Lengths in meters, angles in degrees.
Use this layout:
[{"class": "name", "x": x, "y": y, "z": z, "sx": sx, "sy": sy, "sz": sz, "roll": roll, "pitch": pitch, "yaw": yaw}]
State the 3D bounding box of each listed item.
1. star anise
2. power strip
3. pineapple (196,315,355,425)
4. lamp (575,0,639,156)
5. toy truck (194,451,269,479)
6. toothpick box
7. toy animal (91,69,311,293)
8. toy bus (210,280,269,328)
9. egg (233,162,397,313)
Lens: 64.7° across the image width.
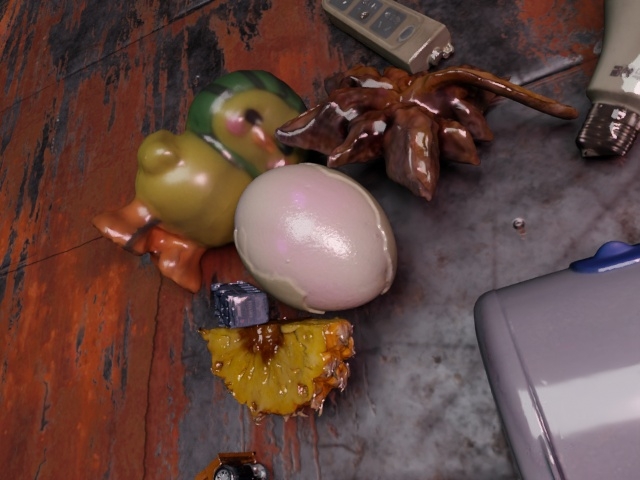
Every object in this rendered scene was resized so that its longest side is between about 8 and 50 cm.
[{"class": "star anise", "x": 0.123, "y": -0.171, "z": 0.664, "sx": 0.349, "sy": 0.109, "sz": 0.292, "roll": 30, "pitch": 64, "yaw": 31}, {"class": "power strip", "x": 0.097, "y": -0.359, "z": 0.832, "sx": 0.080, "sy": 0.048, "sz": 0.286, "roll": -44, "pitch": 55, "yaw": 3}, {"class": "pineapple", "x": -0.055, "y": 0.167, "z": 0.636, "sx": 0.233, "sy": 0.079, "sz": 0.135, "roll": -6, "pitch": 92, "yaw": 41}, {"class": "lamp", "x": 0.405, "y": -0.243, "z": 0.559, "sx": 0.181, "sy": 0.182, "sz": 0.314, "roll": 11, "pitch": 88, "yaw": 31}, {"class": "toy truck", "x": -0.101, "y": 0.358, "z": 0.597, "sx": 0.115, "sy": 0.080, "sz": 0.178, "roll": -40, "pitch": 55, "yaw": 13}, {"class": "toothpick box", "x": 0.323, "y": 0.093, "z": 0.395, "sx": 0.354, "sy": 0.263, "sz": 0.263, "roll": -20, "pitch": 61, "yaw": 17}, {"class": "toy animal", "x": -0.161, "y": -0.106, "z": 0.767, "sx": 0.338, "sy": 0.216, "sz": 0.191, "roll": -50, "pitch": 29, "yaw": -1}, {"class": "toy bus", "x": -0.111, "y": 0.084, "z": 0.683, "sx": 0.065, "sy": 0.166, "sz": 0.047, "roll": -5, "pitch": 92, "yaw": -16}, {"class": "egg", "x": 0.000, "y": 0.000, "z": 0.640, "sx": 0.217, "sy": 0.183, "sz": 0.183, "roll": 20, "pitch": 79, "yaw": 34}]
